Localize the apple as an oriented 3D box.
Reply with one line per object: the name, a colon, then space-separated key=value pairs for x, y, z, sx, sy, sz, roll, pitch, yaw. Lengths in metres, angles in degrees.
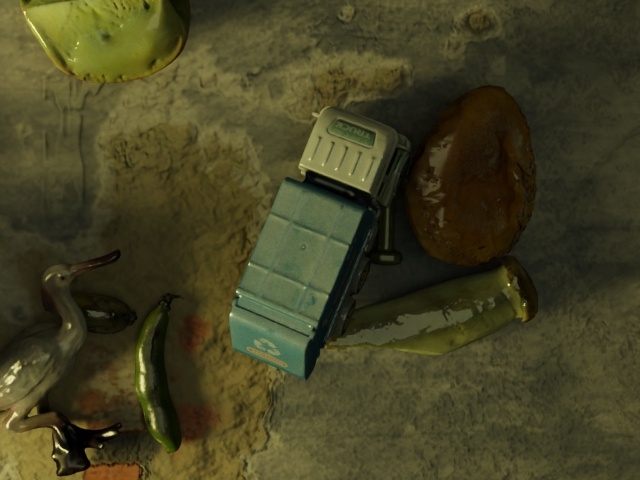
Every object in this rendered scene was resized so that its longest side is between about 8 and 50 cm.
apple: x=-0.272 y=-0.304 z=1.294 sx=0.188 sy=0.174 sz=0.207 roll=-17 pitch=101 yaw=7

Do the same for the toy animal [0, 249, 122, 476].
toy animal: x=-0.362 y=0.154 z=1.337 sx=0.195 sy=0.090 sz=0.324 roll=3 pitch=109 yaw=-5

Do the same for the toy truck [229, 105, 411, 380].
toy truck: x=0.000 y=0.000 z=1.368 sx=0.146 sy=0.175 sz=0.367 roll=21 pitch=87 yaw=10

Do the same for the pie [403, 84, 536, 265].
pie: x=0.229 y=-0.091 z=1.454 sx=0.273 sy=0.069 sz=0.273 roll=-10 pitch=107 yaw=-37

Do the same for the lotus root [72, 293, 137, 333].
lotus root: x=-0.298 y=0.101 z=1.381 sx=0.099 sy=0.049 sz=0.054 roll=10 pitch=90 yaw=-18

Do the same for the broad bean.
broad bean: x=-0.225 y=0.187 z=1.412 sx=0.069 sy=0.039 sz=0.227 roll=1 pitch=94 yaw=-20

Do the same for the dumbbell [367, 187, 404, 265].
dumbbell: x=0.096 y=-0.023 z=1.472 sx=0.052 sy=0.046 sz=0.118 roll=2 pitch=95 yaw=-9

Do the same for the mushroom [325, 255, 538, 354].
mushroom: x=0.163 y=0.117 z=1.483 sx=0.333 sy=0.087 sz=0.107 roll=-19 pitch=94 yaw=-8
